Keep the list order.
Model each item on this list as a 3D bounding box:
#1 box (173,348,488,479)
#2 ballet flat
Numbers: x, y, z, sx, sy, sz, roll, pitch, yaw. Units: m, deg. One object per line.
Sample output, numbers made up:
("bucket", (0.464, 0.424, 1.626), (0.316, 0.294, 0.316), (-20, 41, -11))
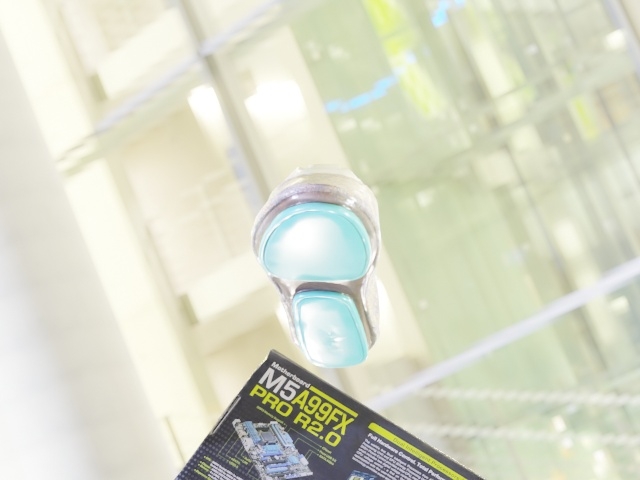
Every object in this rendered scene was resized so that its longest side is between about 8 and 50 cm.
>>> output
("box", (0.017, 0.232, 1.345), (0.216, 0.270, 0.060), (-53, -12, -30))
("ballet flat", (0.000, 0.000, 1.603), (0.108, 0.106, 0.316), (3, -27, 2))
